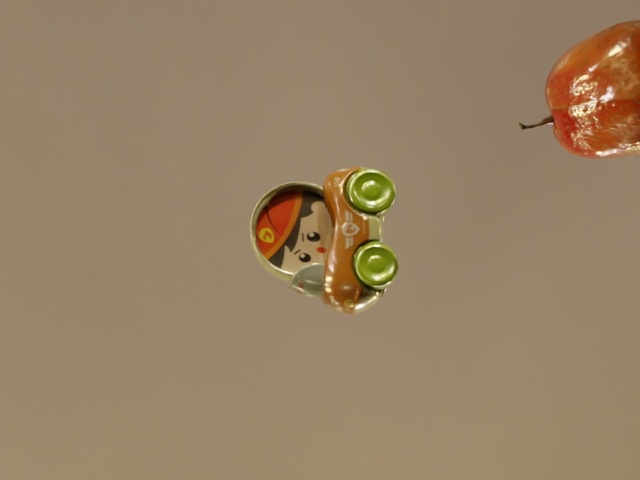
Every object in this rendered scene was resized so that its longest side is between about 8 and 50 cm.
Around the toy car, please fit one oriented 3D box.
[{"bbox_3d":[0.000,0.000,0.881,0.235,0.235,0.145,-15,-17,-8],"label":"toy car"}]

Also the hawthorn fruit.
[{"bbox_3d":[0.341,-0.174,0.710,0.194,0.157,0.157,-17,-47,40],"label":"hawthorn fruit"}]
